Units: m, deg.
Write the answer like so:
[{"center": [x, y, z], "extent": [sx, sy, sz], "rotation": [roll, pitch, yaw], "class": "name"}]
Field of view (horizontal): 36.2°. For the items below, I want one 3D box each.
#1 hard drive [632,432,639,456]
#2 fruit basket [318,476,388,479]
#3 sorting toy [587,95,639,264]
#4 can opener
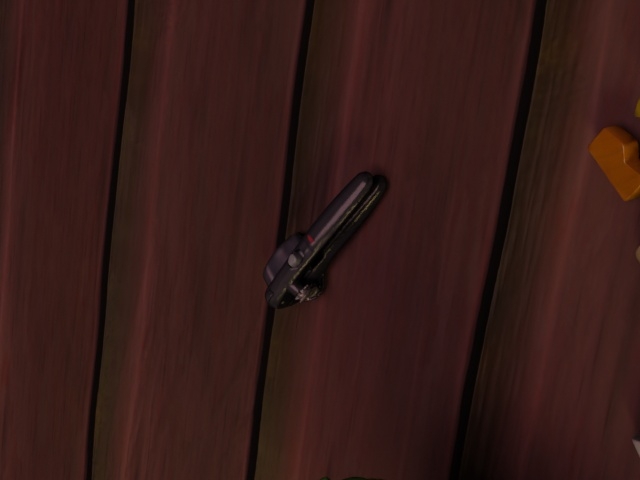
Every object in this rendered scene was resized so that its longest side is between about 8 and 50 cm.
[{"center": [0.343, 0.298, 0.753], "extent": [0.040, 0.203, 0.307], "rotation": [-23, 83, 2], "class": "hard drive"}, {"center": [0.131, 0.356, 0.792], "extent": [0.283, 0.392, 0.391], "rotation": [-3, 95, 33], "class": "fruit basket"}, {"center": [0.342, -0.001, 0.755], "extent": [0.307, 0.041, 0.229], "rotation": [62, 148, 22], "class": "sorting toy"}, {"center": [0.000, 0.000, 1.011], "extent": [0.073, 0.059, 0.186], "rotation": [50, 119, 18], "class": "can opener"}]
